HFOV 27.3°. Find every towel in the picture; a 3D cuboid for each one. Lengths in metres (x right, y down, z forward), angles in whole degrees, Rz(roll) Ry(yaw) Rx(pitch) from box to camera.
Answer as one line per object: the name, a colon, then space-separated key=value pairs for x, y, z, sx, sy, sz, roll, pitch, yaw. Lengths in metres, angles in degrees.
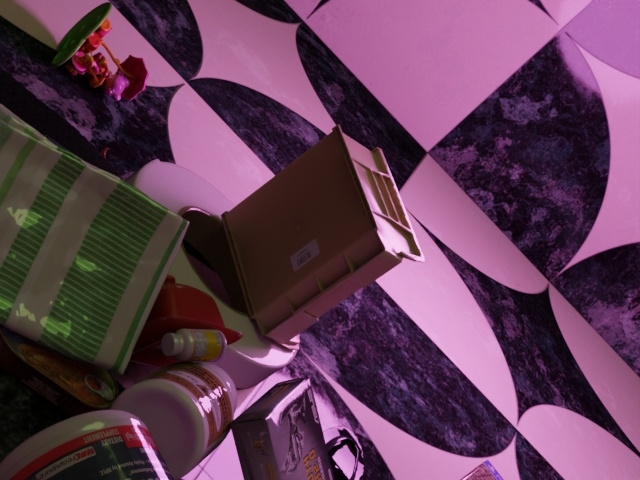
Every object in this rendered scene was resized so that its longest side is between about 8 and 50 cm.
towel: x=-0.340 y=0.002 z=1.669 sx=0.325 sy=0.038 sz=0.248 roll=31 pitch=71 yaw=-29

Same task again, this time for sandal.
sandal: x=0.022 y=0.350 z=2.026 sx=0.097 sy=0.054 sz=0.254 roll=48 pitch=21 yaw=1
sandal: x=-0.437 y=-0.132 z=1.963 sx=0.446 sy=0.107 sz=0.167 roll=42 pitch=21 yaw=23

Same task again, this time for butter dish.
butter dish: x=-0.215 y=0.104 z=1.835 sx=0.160 sy=0.160 sz=0.118 roll=21 pitch=53 yaw=-48

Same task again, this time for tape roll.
tape roll: x=-0.182 y=0.050 z=2.085 sx=0.392 sy=0.072 sz=0.392 roll=45 pitch=23 yaw=-25

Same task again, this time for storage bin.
storage bin: x=0.000 y=0.000 z=2.082 sx=0.123 sy=0.262 sz=0.260 roll=31 pitch=31 yaw=-46

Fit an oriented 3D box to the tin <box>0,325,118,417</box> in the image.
tin: x=-0.343 y=0.158 z=1.694 sx=0.189 sy=0.040 sz=0.106 roll=39 pitch=26 yaw=-18

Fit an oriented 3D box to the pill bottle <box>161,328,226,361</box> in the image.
pill bottle: x=-0.168 y=0.139 z=1.747 sx=0.083 sy=0.043 sz=0.043 roll=6 pitch=44 yaw=-41

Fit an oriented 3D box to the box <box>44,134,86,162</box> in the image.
box: x=-0.338 y=-0.010 z=1.795 sx=0.232 sy=0.183 sz=0.059 roll=36 pitch=23 yaw=-28

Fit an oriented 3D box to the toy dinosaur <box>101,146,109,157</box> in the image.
toy dinosaur: x=-0.338 y=-0.094 z=2.112 sx=0.082 sy=0.090 sz=0.047 roll=24 pitch=21 yaw=38

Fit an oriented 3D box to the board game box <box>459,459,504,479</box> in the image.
board game box: x=0.239 y=0.503 z=2.053 sx=0.232 sy=0.141 sz=0.291 roll=52 pitch=22 yaw=12

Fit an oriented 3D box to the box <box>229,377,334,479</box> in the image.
box: x=-0.041 y=0.324 z=1.806 sx=0.183 sy=0.056 sz=0.231 roll=-31 pitch=109 yaw=-69

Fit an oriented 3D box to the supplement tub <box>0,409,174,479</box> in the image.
supplement tub: x=-0.220 y=0.336 z=1.400 sx=0.191 sy=0.191 sz=0.272 roll=11 pitch=41 yaw=-57

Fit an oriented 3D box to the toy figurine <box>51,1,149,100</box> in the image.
toy figurine: x=-0.383 y=-0.315 z=2.376 sx=0.159 sy=0.130 sz=0.173 roll=48 pitch=41 yaw=-25

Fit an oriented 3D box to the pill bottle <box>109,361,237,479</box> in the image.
pill bottle: x=-0.184 y=0.228 z=1.729 sx=0.131 sy=0.131 sz=0.229 roll=49 pitch=11 yaw=3
